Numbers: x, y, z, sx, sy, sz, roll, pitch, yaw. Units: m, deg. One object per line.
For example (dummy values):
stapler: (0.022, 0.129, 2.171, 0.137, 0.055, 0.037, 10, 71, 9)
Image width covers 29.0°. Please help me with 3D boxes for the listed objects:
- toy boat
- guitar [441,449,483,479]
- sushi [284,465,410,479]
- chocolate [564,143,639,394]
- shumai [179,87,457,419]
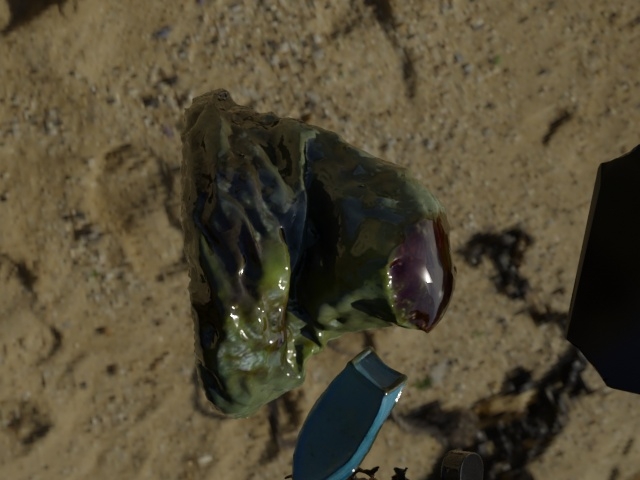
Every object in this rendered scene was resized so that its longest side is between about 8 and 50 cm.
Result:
toy boat: (0.024, 0.202, 1.320, 0.185, 0.075, 0.077, -60, 159, 17)
guitar: (0.184, 0.421, 1.676, 0.038, 0.271, 0.084, 3, 176, 31)
sushi: (0.085, 0.454, 1.879, 0.418, 0.175, 0.417, -4, -179, 0)
chocolate: (0.506, 0.058, 1.634, 0.326, 0.314, 0.297, 10, 178, 14)
shumai: (0.000, 0.000, 1.216, 0.263, 0.304, 0.309, -3, 129, 0)
